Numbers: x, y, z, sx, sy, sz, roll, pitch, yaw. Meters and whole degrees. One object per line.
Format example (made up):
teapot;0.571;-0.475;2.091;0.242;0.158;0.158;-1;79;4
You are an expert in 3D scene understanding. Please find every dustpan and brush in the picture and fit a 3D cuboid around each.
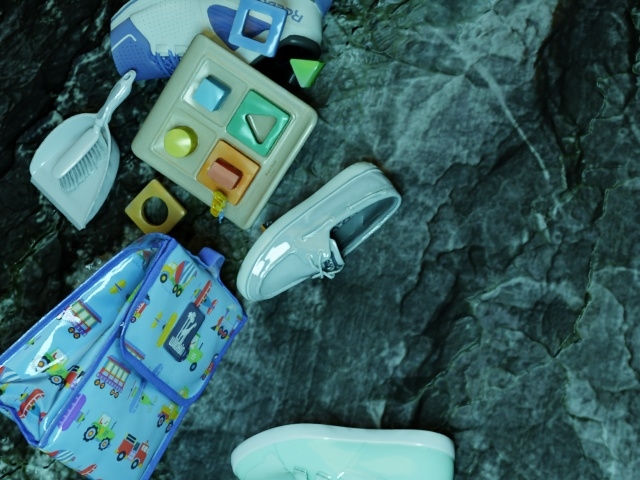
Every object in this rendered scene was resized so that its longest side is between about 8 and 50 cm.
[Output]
dustpan and brush;-0.308;-0.138;1.849;0.211;0.060;0.147;-49;55;0

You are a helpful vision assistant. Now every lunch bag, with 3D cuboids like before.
lunch bag;-0.215;0.124;1.581;0.138;0.221;0.293;34;81;33

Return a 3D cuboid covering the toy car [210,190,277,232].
toy car;-0.078;-0.022;1.700;0.122;0.060;0.040;32;124;20

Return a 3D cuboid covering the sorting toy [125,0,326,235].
sorting toy;-0.128;-0.134;1.710;0.196;0.047;0.347;35;106;9

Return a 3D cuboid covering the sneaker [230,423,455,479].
sneaker;0.013;0.283;1.467;0.256;0.094;0.151;-4;56;20

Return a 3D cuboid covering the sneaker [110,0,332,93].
sneaker;-0.132;-0.247;1.799;0.316;0.127;0.182;-12;58;16

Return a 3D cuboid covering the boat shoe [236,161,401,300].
boat shoe;0.001;0.000;1.637;0.227;0.079;0.081;-42;51;-5
